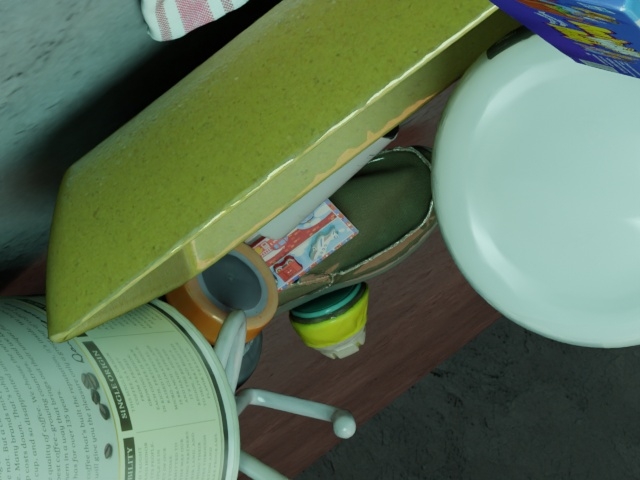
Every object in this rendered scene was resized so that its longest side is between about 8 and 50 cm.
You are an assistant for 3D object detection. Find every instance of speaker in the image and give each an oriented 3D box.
[{"bbox_3d":[-0.004,-0.058,1.392,0.136,0.055,0.055,-42,167,33],"label":"speaker"}]

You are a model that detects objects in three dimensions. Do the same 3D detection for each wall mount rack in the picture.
[{"bbox_3d":[-0.053,0.235,1.277,0.304,0.130,0.350,-50,153,-81],"label":"wall mount rack"}]

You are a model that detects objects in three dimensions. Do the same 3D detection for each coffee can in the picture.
[{"bbox_3d":[-0.206,0.133,1.125,0.201,0.201,0.275,-40,161,25],"label":"coffee can"}]

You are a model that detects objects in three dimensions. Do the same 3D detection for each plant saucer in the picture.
[{"bbox_3d":[-0.012,-0.083,1.103,0.333,0.081,0.333,-36,179,10],"label":"plant saucer"}]

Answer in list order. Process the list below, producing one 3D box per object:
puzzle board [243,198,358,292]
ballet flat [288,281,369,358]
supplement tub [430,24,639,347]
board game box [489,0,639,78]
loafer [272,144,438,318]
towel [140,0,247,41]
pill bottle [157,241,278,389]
[{"bbox_3d":[-0.046,0.003,1.484,0.128,0.011,0.096,-37,126,11],"label":"puzzle board"},{"bbox_3d":[0.008,0.065,1.676,0.077,0.077,0.231,-22,-165,-4],"label":"ballet flat"},{"bbox_3d":[0.213,-0.069,1.220,0.207,0.207,0.338,-40,177,25],"label":"supplement tub"},{"bbox_3d":[0.159,-0.204,0.859,0.347,0.078,0.233,2,104,-73],"label":"board game box"},{"bbox_3d":[0.000,0.000,1.551,0.251,0.094,0.087,-33,169,-2],"label":"loafer"},{"bbox_3d":[-0.007,-0.176,0.944,0.197,0.029,0.144,-33,168,-10],"label":"towel"},{"bbox_3d":[-0.131,0.093,1.459,0.130,0.130,0.246,-23,164,-48],"label":"pill bottle"}]
